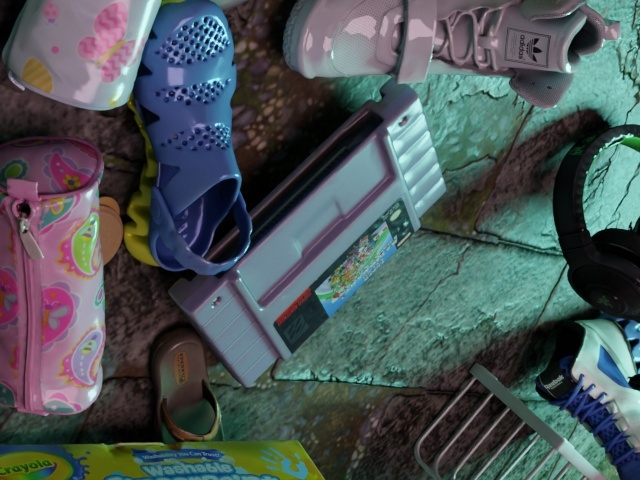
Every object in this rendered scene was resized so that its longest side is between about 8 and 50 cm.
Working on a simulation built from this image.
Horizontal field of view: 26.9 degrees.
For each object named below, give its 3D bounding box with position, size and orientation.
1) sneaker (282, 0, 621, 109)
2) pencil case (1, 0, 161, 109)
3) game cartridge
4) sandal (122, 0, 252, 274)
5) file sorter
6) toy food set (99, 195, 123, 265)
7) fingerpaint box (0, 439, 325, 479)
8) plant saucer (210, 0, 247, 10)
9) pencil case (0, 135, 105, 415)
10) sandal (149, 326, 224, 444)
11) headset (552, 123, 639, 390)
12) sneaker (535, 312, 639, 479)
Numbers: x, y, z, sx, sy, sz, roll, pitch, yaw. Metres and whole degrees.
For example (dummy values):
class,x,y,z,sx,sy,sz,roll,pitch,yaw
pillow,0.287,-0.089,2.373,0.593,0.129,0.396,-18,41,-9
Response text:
class,x,y,z,sx,sy,sz,roll,pitch,yaw
sneaker,0.150,-0.229,1.447,0.365,0.210,0.137,-19,128,-33
pencil case,-0.193,-0.253,1.190,0.124,0.113,0.273,6,113,-35
game cartridge,0.000,0.000,1.551,0.355,0.068,0.230,-44,147,-10
sandal,-0.122,-0.092,1.350,0.126,0.138,0.317,-20,127,-30
file sorter,0.293,0.347,1.995,0.173,0.193,0.277,-48,139,-1
toy food set,-0.242,-0.003,1.386,0.082,0.020,0.083,-23,131,-30
fingerpaint box,-0.150,0.389,1.425,0.444,0.371,0.163,5,120,-36
plant saucer,-0.085,-0.309,1.308,0.195,0.037,0.195,-23,130,-31
pencil case,-0.270,0.037,1.307,0.124,0.124,0.284,-18,131,-33
sandal,-0.149,0.198,1.580,0.090,0.060,0.219,-24,131,-29
headset,0.444,0.035,1.890,0.243,0.185,0.394,-24,93,-31
sneaker,0.417,0.249,2.009,0.182,0.316,0.127,3,150,-30
